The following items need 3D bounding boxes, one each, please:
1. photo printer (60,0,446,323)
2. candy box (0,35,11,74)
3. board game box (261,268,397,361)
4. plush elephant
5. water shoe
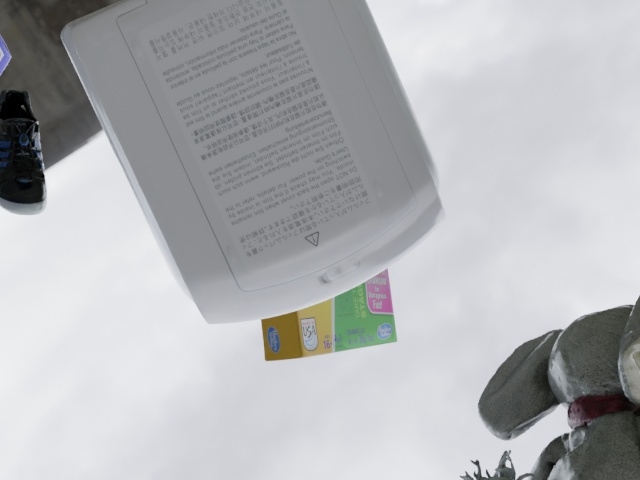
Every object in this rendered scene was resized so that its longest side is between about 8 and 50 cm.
[{"bbox_3d":[-0.047,-0.093,1.008,0.256,0.307,0.107,-25,-174,1],"label":"photo printer"},{"bbox_3d":[-0.491,-0.120,1.096,0.268,0.122,0.317,3,-131,16],"label":"candy box"},{"bbox_3d":[0.000,0.000,1.619,0.064,0.316,0.242,-10,176,35],"label":"board game box"},{"bbox_3d":[0.278,0.178,1.027,0.272,0.330,0.255,-21,-136,57],"label":"plush elephant"},{"bbox_3d":[-0.393,-0.117,1.479,0.073,0.080,0.203,-2,-137,-25],"label":"water shoe"}]
